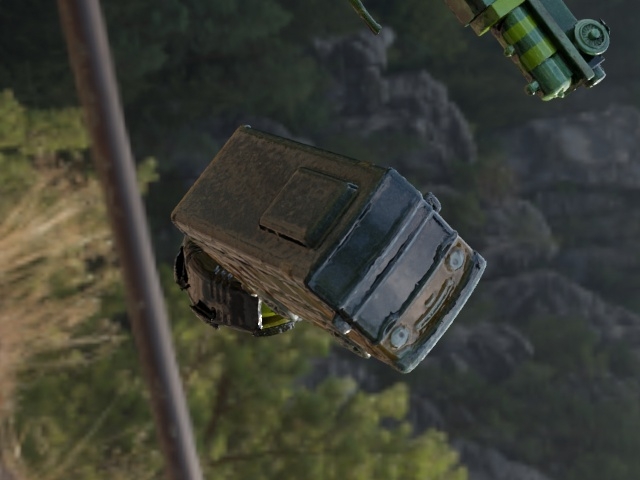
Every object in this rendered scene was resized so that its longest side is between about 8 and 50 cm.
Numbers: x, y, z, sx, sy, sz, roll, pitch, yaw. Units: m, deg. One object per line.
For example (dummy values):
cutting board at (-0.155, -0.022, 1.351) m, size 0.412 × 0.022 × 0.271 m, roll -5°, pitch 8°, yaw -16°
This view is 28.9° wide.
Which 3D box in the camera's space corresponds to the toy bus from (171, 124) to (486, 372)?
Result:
toy bus at (0.000, 0.000, 1.130) m, size 0.138 × 0.275 × 0.167 m, roll -53°, pitch 125°, yaw -10°

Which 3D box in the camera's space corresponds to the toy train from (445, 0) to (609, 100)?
toy train at (0.249, -0.252, 1.470) m, size 0.132 × 0.083 × 0.200 m, roll -36°, pitch 86°, yaw -25°

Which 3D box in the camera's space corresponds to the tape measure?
tape measure at (-0.070, 0.018, 1.461) m, size 0.112 × 0.199 × 0.186 m, roll 90°, pitch 21°, yaw -47°

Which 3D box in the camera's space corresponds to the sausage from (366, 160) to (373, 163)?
sausage at (0.023, -0.051, 1.915) m, size 0.177 × 0.040 × 0.047 m, roll -49°, pitch -179°, yaw -9°

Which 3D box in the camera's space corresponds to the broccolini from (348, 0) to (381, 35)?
broccolini at (0.033, -0.316, 1.557) m, size 0.140 × 0.035 × 0.030 m, roll 49°, pitch 64°, yaw -12°
